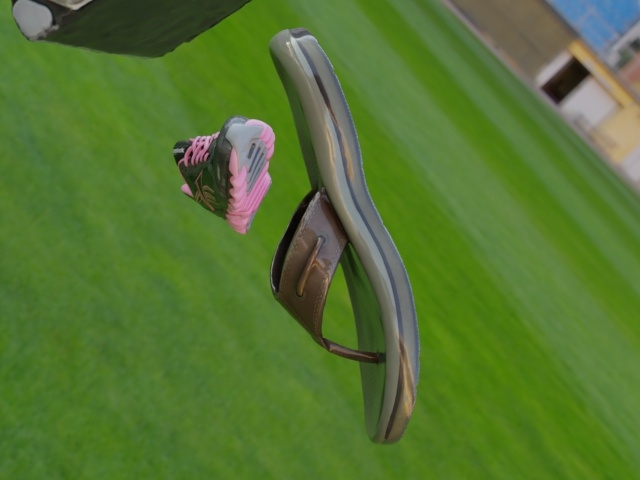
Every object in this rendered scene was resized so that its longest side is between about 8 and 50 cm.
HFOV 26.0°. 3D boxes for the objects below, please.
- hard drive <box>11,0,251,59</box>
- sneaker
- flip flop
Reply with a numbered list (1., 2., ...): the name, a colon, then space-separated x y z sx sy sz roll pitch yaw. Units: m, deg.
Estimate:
1. hard drive: 0.031 -0.219 0.301 0.064 0.339 0.236 -3 69 -60
2. sneaker: -0.058 -0.041 0.769 0.057 0.047 0.119 28 -18 5
3. flip flop: 0.000 0.000 0.901 0.112 0.080 0.277 171 -98 -80
